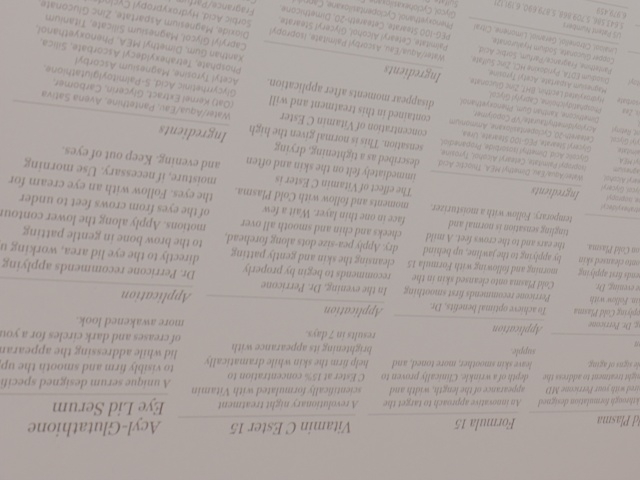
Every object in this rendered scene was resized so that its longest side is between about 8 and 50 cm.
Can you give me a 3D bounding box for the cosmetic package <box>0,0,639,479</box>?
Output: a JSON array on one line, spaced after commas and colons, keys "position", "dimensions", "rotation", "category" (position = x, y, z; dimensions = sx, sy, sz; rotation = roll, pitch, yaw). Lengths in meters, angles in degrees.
[{"position": [0.000, 0.000, 0.630], "dimensions": [0.377, 0.097, 0.284], "rotation": [4, 103, -38], "category": "cosmetic package"}]
